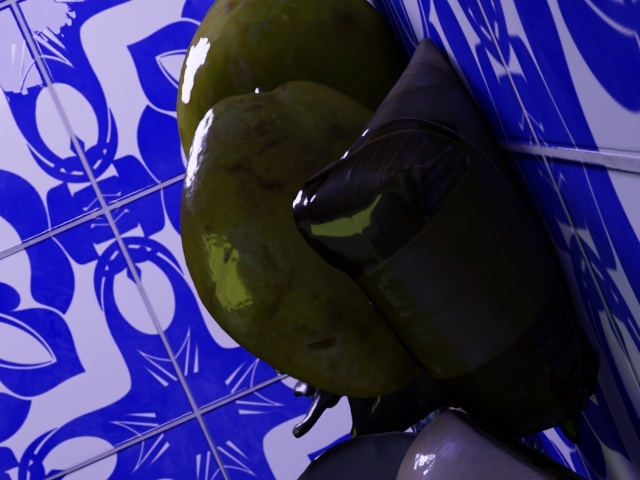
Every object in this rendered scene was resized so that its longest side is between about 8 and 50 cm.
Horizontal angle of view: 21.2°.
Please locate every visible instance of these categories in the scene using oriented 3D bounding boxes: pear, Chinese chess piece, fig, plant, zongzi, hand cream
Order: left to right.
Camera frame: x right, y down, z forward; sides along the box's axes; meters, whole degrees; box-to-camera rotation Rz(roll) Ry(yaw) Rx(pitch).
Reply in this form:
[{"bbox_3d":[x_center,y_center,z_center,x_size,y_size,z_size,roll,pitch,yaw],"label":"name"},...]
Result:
[{"bbox_3d":[-0.034,-0.182,1.879,0.258,0.258,0.326,68,-171,-47],"label":"fig"},{"bbox_3d":[0.000,0.000,1.639,0.321,0.269,0.269,64,178,5],"label":"pear"},{"bbox_3d":[0.067,0.098,1.857,0.199,0.276,0.188,-90,-26,-58],"label":"plant"},{"bbox_3d":[0.144,-0.012,1.507,0.289,0.154,0.317,52,-145,-17],"label":"zongzi"},{"bbox_3d":[0.185,0.245,1.462,0.257,0.104,0.257,31,-178,-1],"label":"Chinese chess piece"},{"bbox_3d":[0.242,0.163,1.740,0.036,0.023,0.122,47,166,46],"label":"hand cream"}]

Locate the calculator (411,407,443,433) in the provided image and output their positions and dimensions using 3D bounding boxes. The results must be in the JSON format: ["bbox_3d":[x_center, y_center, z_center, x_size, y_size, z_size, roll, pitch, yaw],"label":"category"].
[{"bbox_3d":[0.122,0.165,2.280,0.166,0.028,0.274,-131,26,-75],"label":"calculator"}]

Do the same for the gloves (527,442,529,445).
[{"bbox_3d":[0.270,0.337,2.310,0.153,0.070,0.114,66,179,-64],"label":"gloves"}]

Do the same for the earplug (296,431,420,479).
[{"bbox_3d":[0.150,0.366,1.886,0.312,0.313,0.394,66,-162,16],"label":"earplug"}]

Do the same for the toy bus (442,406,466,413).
[{"bbox_3d":[0.176,0.159,2.332,0.342,0.097,0.138,-121,10,-71],"label":"toy bus"}]
